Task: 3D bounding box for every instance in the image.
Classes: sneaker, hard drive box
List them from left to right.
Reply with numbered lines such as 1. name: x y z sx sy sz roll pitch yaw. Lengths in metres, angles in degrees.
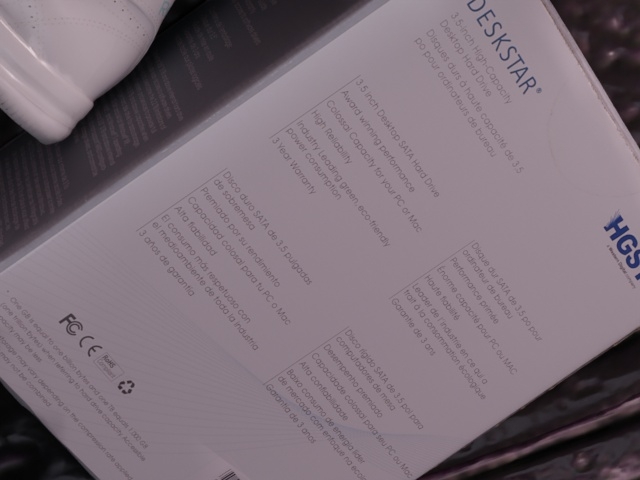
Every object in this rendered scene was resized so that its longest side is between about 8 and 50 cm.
1. sneaker: -0.128 -0.132 0.557 0.094 0.080 0.212 -45 126 -4
2. hard drive box: 0.000 0.000 0.640 0.232 0.089 0.181 -34 120 4
